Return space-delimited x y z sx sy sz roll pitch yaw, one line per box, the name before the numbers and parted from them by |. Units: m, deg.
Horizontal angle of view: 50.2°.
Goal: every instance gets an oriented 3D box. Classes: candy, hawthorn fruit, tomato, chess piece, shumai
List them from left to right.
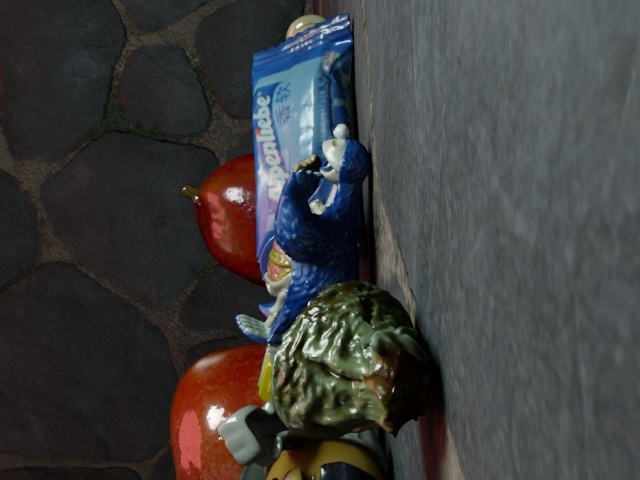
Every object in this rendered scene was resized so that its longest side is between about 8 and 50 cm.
hawthorn fruit | -0.109 -0.047 1.271 0.265 0.307 0.265 -162 90 -75
tomato | -0.074 0.302 1.001 0.325 0.293 0.290 78 -171 -69
candy | -0.022 -0.120 0.908 0.077 0.187 0.331 10 -105 -50
chess piece | -0.009 -0.309 1.194 0.094 0.094 0.170 89 174 -50
shumai | 0.037 0.080 0.442 0.124 0.087 0.099 -38 -63 -37

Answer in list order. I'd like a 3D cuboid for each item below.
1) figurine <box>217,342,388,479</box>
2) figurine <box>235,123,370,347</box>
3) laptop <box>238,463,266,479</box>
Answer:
figurine | 0.001 0.251 0.679 0.308 0.143 0.308 40 -158 -20
figurine | -0.001 0.003 0.774 0.164 0.120 0.262 -67 -2 -62
laptop | -0.025 0.324 0.723 0.187 0.015 0.269 46 -156 -8
